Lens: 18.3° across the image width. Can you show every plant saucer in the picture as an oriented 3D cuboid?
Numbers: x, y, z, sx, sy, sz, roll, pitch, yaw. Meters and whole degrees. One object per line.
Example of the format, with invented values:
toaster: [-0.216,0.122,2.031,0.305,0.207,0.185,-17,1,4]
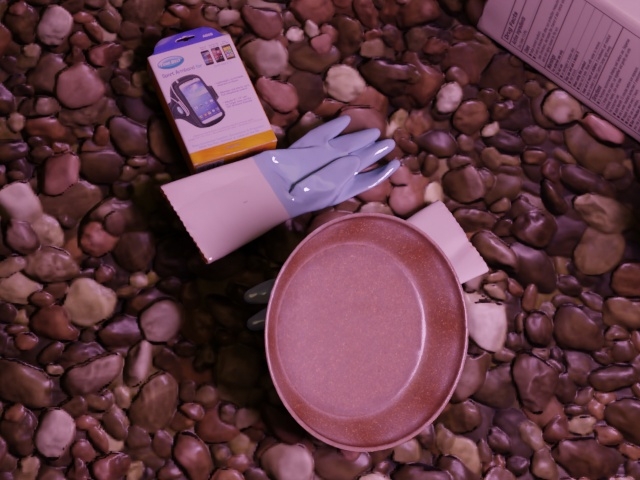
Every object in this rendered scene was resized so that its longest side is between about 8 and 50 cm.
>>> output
plant saucer: [0.033,0.076,1.655,0.198,0.036,0.199,0,90,-31]

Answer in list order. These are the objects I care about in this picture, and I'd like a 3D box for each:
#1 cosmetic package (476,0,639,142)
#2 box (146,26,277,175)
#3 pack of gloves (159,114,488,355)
cosmetic package: [0.307,-0.188,1.804,0.296,0.153,0.129,37,63,10]
box: [-0.101,-0.128,1.790,0.081,0.028,0.136,-17,64,-15]
pack of gloves: [0.000,0.000,1.737,0.232,0.046,0.195,-24,69,-29]
